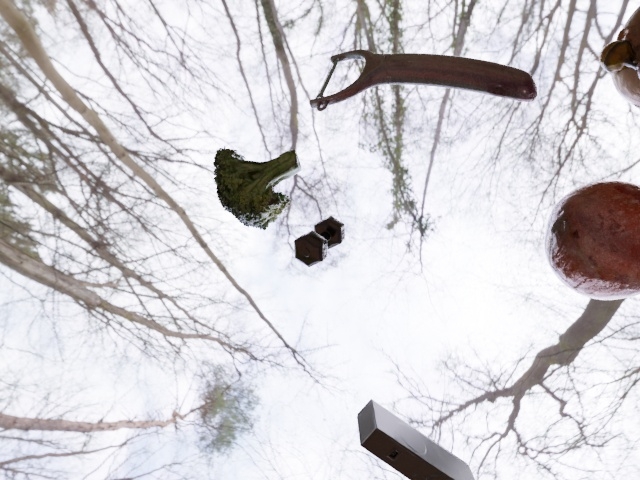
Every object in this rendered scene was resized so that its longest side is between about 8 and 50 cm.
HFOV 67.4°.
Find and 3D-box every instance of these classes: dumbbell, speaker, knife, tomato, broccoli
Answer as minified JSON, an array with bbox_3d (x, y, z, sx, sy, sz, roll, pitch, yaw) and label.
[{"bbox_3d":[0.000,0.000,0.553,0.040,0.083,0.036,34,-62,8],"label":"dumbbell"},{"bbox_3d":[0.158,0.349,0.780,0.218,0.082,0.044,37,-77,-9],"label":"speaker"},{"bbox_3d":[0.127,-0.202,0.605,0.278,0.053,0.123,8,-120,18],"label":"knife"},{"bbox_3d":[0.619,-0.006,1.056,0.227,0.270,0.270,13,-117,-9],"label":"tomato"},{"bbox_3d":[-0.124,-0.125,1.008,0.194,0.194,0.219,-20,-139,4],"label":"broccoli"}]

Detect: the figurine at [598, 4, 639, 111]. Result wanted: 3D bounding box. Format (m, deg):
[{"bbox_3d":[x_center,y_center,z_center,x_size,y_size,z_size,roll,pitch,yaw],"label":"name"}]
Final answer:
[{"bbox_3d":[0.378,-0.184,0.452,0.186,0.176,0.287,24,-149,10],"label":"figurine"}]
